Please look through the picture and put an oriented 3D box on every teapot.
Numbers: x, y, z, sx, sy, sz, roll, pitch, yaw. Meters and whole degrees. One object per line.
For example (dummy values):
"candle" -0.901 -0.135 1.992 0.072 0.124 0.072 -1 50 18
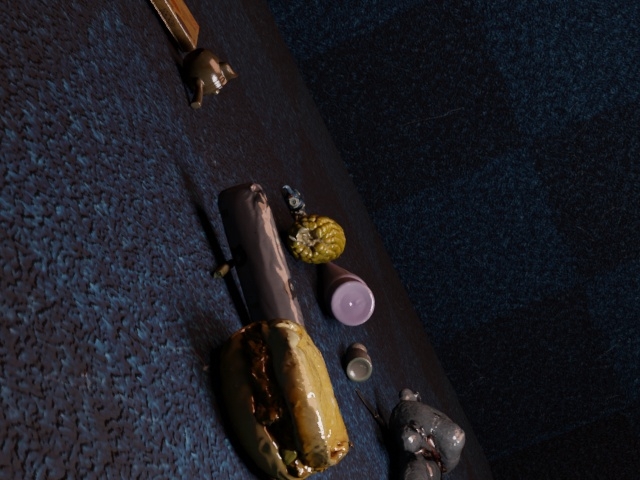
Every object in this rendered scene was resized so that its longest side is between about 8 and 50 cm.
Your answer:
"teapot" -0.188 -0.264 1.515 0.080 0.085 0.110 59 31 -32

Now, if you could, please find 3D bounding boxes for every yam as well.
"yam" -0.129 0.038 1.251 0.107 0.014 0.014 -58 124 -81

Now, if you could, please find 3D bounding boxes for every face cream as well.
"face cream" 0.047 0.113 1.946 0.154 0.096 0.274 63 -4 -6

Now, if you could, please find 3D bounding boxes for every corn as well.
"corn" 0.000 0.000 1.866 0.310 0.101 0.101 15 52 -79

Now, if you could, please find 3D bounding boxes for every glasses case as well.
"glasses case" -0.259 -0.393 1.531 0.170 0.041 0.065 59 23 -44

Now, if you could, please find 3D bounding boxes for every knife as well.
"knife" 0.104 0.344 1.885 0.170 0.010 0.023 56 14 -43

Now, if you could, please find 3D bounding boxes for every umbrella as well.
"umbrella" -0.066 0.085 1.269 0.067 0.073 0.337 -5 78 -75

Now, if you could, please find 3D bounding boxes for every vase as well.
"vase" 0.074 0.240 1.841 0.101 0.053 0.053 -93 158 -77

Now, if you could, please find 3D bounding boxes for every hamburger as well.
"hamburger" -0.039 0.184 1.095 0.214 0.108 0.214 -23 90 -80

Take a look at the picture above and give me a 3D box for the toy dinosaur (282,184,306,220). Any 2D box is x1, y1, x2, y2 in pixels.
"toy dinosaur" -0.055 -0.082 1.975 0.047 0.030 0.083 -76 141 -80

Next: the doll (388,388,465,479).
"doll" 0.229 0.450 1.864 0.246 0.158 0.340 62 10 -16
